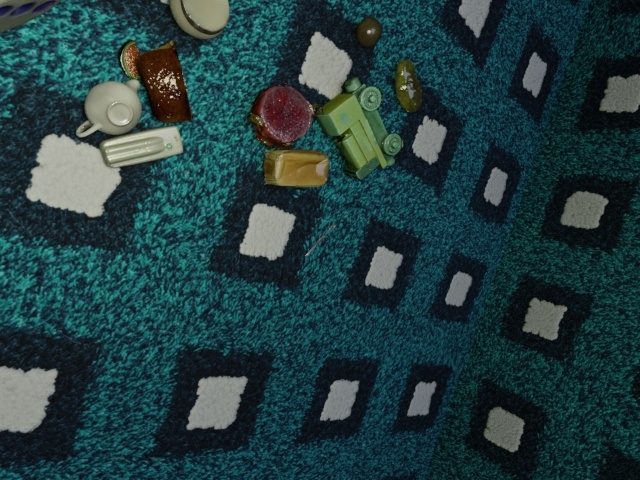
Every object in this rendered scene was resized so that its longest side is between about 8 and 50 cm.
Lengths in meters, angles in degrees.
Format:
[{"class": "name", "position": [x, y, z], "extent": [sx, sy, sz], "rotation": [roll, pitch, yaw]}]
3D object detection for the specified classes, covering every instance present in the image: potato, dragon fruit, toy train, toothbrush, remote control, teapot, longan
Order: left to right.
[{"class": "teapot", "position": [-0.578, -0.357, 1.170], "extent": [0.226, 0.092, 0.145], "rotation": [-42, 139, -13]}, {"class": "remote control", "position": [-0.526, -0.278, 1.259], "extent": [0.230, 0.049, 0.090], "rotation": [-24, 118, -32]}, {"class": "dragon fruit", "position": [-0.138, -0.423, 1.467], "extent": [0.283, 0.147, 0.210], "rotation": [-22, 106, -34]}, {"class": "toothbrush", "position": [0.000, 0.000, 1.754], "extent": [0.193, 0.019, 0.013], "rotation": [-47, 126, -15]}, {"class": "toy train", "position": [0.157, -0.426, 1.672], "extent": [0.253, 0.160, 0.397], "rotation": [-42, 123, -13]}, {"class": "longan", "position": [0.187, -0.797, 1.629], "extent": [0.119, 0.106, 0.106], "rotation": [-12, 116, -79]}, {"class": "potato", "position": [0.373, -0.655, 1.805], "extent": [0.117, 0.090, 0.225], "rotation": [-38, 123, -23]}]

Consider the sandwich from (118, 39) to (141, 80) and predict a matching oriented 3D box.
[{"class": "sandwich", "position": [-0.537, -0.508, 1.204], "extent": [0.069, 0.026, 0.101], "rotation": [-40, 126, -27]}]

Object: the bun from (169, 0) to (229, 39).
[{"class": "bun", "position": [-0.357, -0.675, 1.232], "extent": [0.173, 0.120, 0.172], "rotation": [-10, 105, -42]}]

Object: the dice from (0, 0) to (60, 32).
[{"class": "dice", "position": [-0.716, -0.608, 0.895], "extent": [0.251, 0.259, 0.243], "rotation": [-41, 121, -20]}]

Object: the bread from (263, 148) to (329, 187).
[{"class": "bread", "position": [-0.090, -0.267, 1.554], "extent": [0.241, 0.107, 0.136], "rotation": [-6, 109, -35]}]

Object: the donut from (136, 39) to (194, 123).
[{"class": "donut", "position": [-0.443, -0.449, 1.218], "extent": [0.126, 0.144, 0.186], "rotation": [-18, 150, -15]}]
